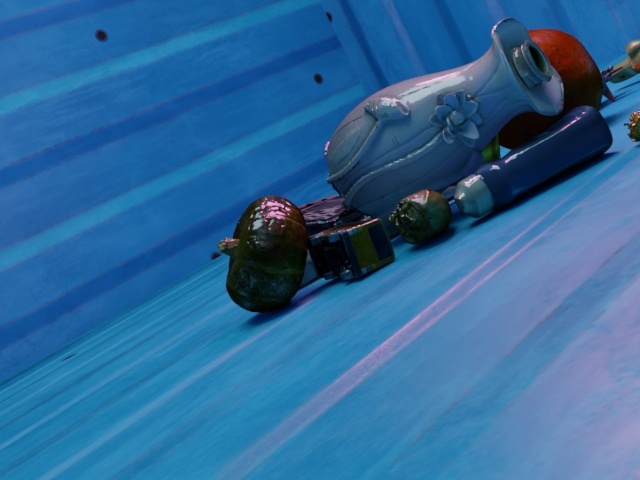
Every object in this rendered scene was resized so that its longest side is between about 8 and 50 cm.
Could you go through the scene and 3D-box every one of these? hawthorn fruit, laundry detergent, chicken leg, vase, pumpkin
[{"bbox_3d":[0.454,-0.320,2.018,0.275,0.275,0.299,-22,-1,39],"label":"hawthorn fruit"},{"bbox_3d":[0.346,-0.128,1.593,0.290,0.094,0.143,-28,6,-12],"label":"laundry detergent"},{"bbox_3d":[0.180,-0.042,1.648,0.103,0.088,0.227,-42,-5,6],"label":"chicken leg"},{"bbox_3d":[0.223,-0.218,1.725,0.445,0.250,0.250,-31,2,38],"label":"vase"},{"bbox_3d":[-0.111,0.030,1.709,0.162,0.219,0.219,13,-4,-14],"label":"pumpkin"}]

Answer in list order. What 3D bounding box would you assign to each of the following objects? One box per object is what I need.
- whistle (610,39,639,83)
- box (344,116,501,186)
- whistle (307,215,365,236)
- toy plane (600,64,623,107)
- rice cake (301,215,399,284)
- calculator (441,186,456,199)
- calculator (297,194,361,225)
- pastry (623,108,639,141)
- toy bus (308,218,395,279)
[{"bbox_3d":[0.849,-0.465,2.375,0.141,0.141,0.294,-32,-11,-44],"label":"whistle"},{"bbox_3d":[0.212,-0.192,1.941,0.311,0.173,0.043,-5,10,15],"label":"box"},{"bbox_3d":[0.000,0.000,2.052,0.269,0.093,0.180,-30,-18,-24],"label":"whistle"},{"bbox_3d":[0.630,-0.365,2.401,0.223,0.104,0.326,-30,6,-20],"label":"toy plane"},{"bbox_3d":[0.064,0.000,1.881,0.336,0.066,0.063,-29,4,-13],"label":"rice cake"},{"bbox_3d":[0.247,-0.104,2.097,0.295,0.042,0.184,-26,6,18],"label":"calculator"},{"bbox_3d":[0.034,-0.067,1.969,0.165,0.028,0.274,0,14,35],"label":"calculator"},{"bbox_3d":[0.562,-0.205,1.500,0.140,0.056,0.080,-26,-2,3],"label":"pastry"},{"bbox_3d":[0.050,0.014,1.668,0.103,0.091,0.182,-22,5,-21],"label":"toy bus"}]
